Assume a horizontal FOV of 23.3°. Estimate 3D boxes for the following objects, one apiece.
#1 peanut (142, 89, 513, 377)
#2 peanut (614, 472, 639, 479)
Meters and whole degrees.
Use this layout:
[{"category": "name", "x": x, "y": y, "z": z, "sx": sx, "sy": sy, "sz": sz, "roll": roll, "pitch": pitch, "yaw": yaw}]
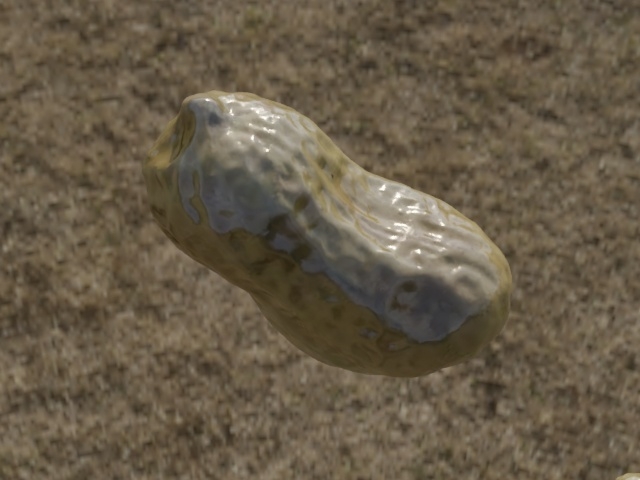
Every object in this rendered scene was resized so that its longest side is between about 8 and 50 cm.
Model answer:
[{"category": "peanut", "x": -0.002, "y": 0.008, "z": 1.156, "sx": 0.291, "sy": 0.159, "sz": 0.143, "roll": 31, "pitch": 29, "yaw": -13}, {"category": "peanut", "x": 0.182, "y": 0.151, "z": 0.808, "sx": 0.083, "sy": 0.037, "sz": 0.037, "roll": 36, "pitch": 52, "yaw": -11}]
